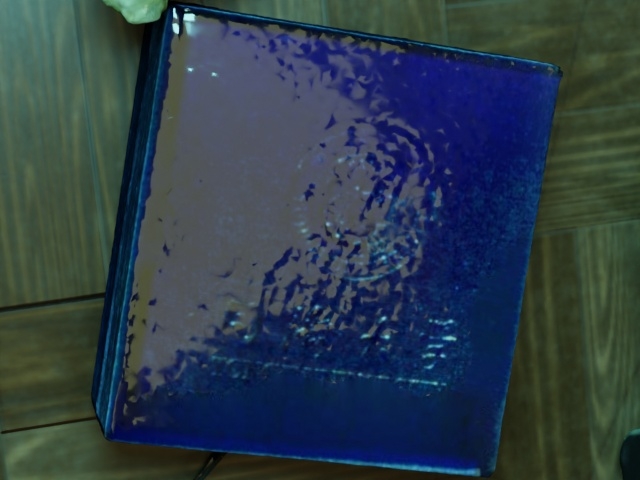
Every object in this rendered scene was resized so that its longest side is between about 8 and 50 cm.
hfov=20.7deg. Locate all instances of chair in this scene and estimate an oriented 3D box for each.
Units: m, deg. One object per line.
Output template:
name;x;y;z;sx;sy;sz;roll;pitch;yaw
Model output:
chair;-0.077;0.176;1.194;0.042;0.037;0.086;41;92;-4

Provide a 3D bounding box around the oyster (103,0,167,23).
oyster;-0.015;-0.272;1.054;0.201;0.107;0.354;37;79;-47

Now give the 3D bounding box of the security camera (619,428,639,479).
security camera;0.317;0.056;1.203;0.191;0.197;0.277;-4;91;-13

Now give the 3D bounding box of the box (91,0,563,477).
box;0.000;0.000;1.150;0.261;0.116;0.279;7;99;-15
